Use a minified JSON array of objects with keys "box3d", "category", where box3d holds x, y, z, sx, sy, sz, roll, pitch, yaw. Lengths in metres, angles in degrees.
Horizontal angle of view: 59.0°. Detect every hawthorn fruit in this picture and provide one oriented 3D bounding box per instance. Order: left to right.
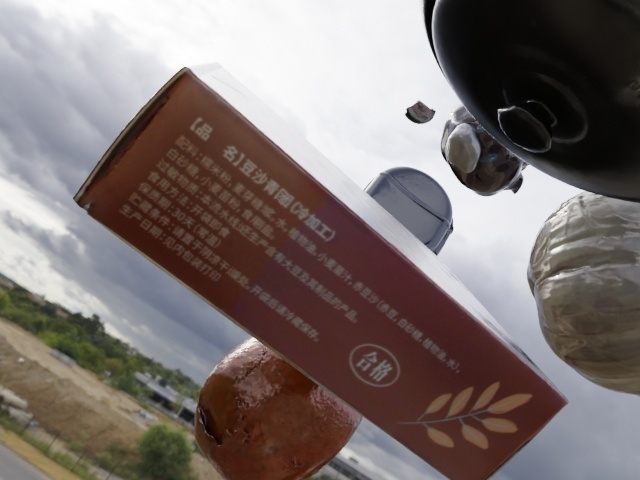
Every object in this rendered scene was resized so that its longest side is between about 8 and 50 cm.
[{"box3d":[-0.026,0.210,0.785,0.211,0.299,0.211,61,1,-1],"category":"hawthorn fruit"}]

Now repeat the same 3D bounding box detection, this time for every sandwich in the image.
[{"box3d":[0.310,-0.397,1.757,0.101,0.069,0.026,22,-1,-23],"category":"sandwich"}]

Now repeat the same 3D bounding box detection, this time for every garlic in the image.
[{"box3d":[0.425,0.072,0.797,0.317,0.317,0.259,43,-30,-27],"category":"garlic"}]

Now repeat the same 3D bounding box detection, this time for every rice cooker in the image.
[{"box3d":[0.200,-0.151,0.369,0.241,0.227,0.280,40,-8,14],"category":"rice cooker"}]

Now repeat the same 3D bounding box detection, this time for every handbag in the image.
[{"box3d":[0.213,-0.061,1.448,0.253,0.308,0.093,35,-34,7],"category":"handbag"}]

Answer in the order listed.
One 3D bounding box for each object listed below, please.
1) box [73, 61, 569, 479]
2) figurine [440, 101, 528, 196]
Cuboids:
[{"box3d":[0.000,0.000,0.557,0.385,0.122,0.344,39,10,-17],"category":"box"},{"box3d":[0.431,-0.214,1.172,0.364,0.206,0.218,-12,-42,6],"category":"figurine"}]
